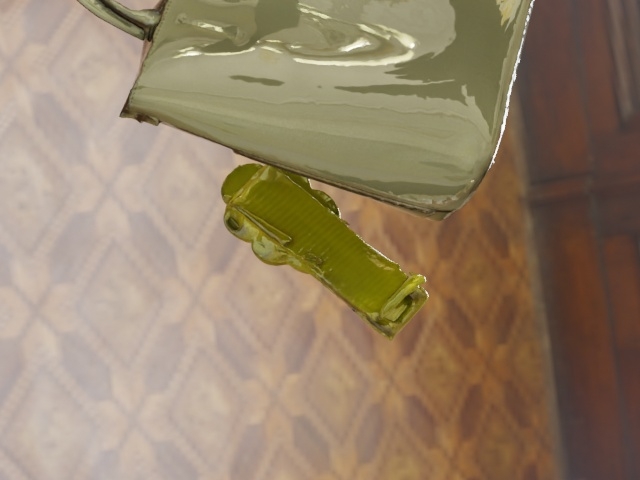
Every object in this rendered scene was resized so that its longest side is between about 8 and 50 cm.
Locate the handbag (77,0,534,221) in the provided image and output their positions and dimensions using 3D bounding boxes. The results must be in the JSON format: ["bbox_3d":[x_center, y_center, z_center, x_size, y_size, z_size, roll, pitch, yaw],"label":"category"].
[{"bbox_3d":[-0.020,-0.155,1.075,0.315,0.109,0.241,23,62,-14],"label":"handbag"}]

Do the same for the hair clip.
[{"bbox_3d":[0.000,0.000,1.152,0.072,0.173,0.046,-45,151,-20],"label":"hair clip"}]
